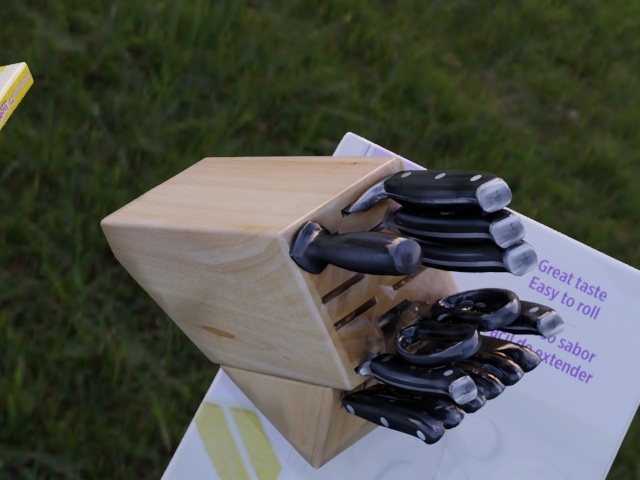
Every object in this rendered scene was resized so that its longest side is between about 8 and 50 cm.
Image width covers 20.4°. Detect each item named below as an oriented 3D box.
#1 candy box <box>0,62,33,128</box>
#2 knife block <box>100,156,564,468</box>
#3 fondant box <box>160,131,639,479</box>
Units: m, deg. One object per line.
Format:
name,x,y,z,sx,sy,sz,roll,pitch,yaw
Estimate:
candy box,-0.376,-0.113,1.647,0.206,0.027,0.105,-9,29,20
knife block,0.000,0.000,0.951,0.088,0.242,0.276,-32,64,-28
fondant box,0.046,0.132,1.099,0.238,0.096,0.330,26,74,6
